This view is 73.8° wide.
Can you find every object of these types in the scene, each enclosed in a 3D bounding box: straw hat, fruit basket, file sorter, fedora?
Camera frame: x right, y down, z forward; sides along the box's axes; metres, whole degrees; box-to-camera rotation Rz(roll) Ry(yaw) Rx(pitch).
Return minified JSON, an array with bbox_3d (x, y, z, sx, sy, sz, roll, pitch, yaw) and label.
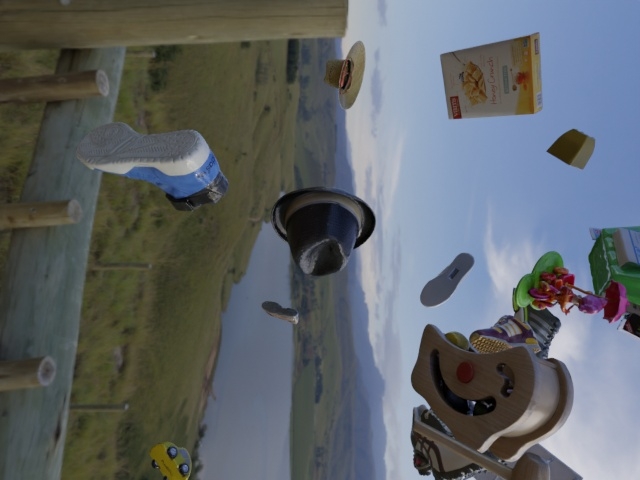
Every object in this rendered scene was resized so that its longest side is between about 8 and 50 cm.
[{"bbox_3d":[0.039,-0.344,0.879,0.144,0.061,0.145,18,90,-73],"label":"straw hat"},{"bbox_3d":[0.867,0.084,1.034,0.327,0.352,0.166,-62,151,-44],"label":"fruit basket"},{"bbox_3d":[0.486,0.603,1.120,0.173,0.277,0.193,26,96,-49],"label":"file sorter"},{"bbox_3d":[0.000,0.000,1.193,0.334,0.333,0.153,90,6,-58],"label":"fedora"}]

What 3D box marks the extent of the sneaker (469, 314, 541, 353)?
[{"bbox_3d":[0.391,0.202,0.928,0.069,0.185,0.084,-49,-145,44],"label":"sneaker"}]

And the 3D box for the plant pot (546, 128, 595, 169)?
[{"bbox_3d":[0.679,-0.250,1.141,0.081,0.081,0.083,55,-50,42],"label":"plant pot"}]

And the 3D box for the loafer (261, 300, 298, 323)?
[{"bbox_3d":[-0.121,0.217,1.265,0.045,0.125,0.039,-44,138,-47],"label":"loafer"}]

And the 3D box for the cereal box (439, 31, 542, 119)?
[{"bbox_3d":[0.413,-0.392,1.047,0.240,0.047,0.173,14,-54,51],"label":"cereal box"}]

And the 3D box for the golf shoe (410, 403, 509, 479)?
[{"bbox_3d":[0.224,0.356,0.761,0.273,0.105,0.120,118,-37,-64],"label":"golf shoe"}]

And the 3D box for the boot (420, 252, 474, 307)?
[{"bbox_3d":[0.461,0.161,1.550,0.095,0.258,0.123,44,-12,26],"label":"boot"}]

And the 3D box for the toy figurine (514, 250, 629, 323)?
[{"bbox_3d":[0.501,0.106,0.832,0.159,0.173,0.130,22,-60,54],"label":"toy figurine"}]

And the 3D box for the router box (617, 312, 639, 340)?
[{"bbox_3d":[0.629,0.183,0.793,0.092,0.122,0.038,21,99,-58],"label":"router box"}]

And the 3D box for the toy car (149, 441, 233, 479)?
[{"bbox_3d":[-0.239,0.530,0.887,0.053,0.224,0.239,-21,106,-72],"label":"toy car"}]

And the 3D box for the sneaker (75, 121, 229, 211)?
[{"bbox_3d":[-0.162,-0.068,0.422,0.085,0.152,0.058,65,36,-54],"label":"sneaker"}]

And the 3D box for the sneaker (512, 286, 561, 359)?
[{"bbox_3d":[0.650,0.278,1.261,0.111,0.121,0.300,28,55,-55],"label":"sneaker"}]

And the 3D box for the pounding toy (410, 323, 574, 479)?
[{"bbox_3d":[0.205,0.187,0.557,0.154,0.154,0.269,-63,-156,8],"label":"pounding toy"}]
